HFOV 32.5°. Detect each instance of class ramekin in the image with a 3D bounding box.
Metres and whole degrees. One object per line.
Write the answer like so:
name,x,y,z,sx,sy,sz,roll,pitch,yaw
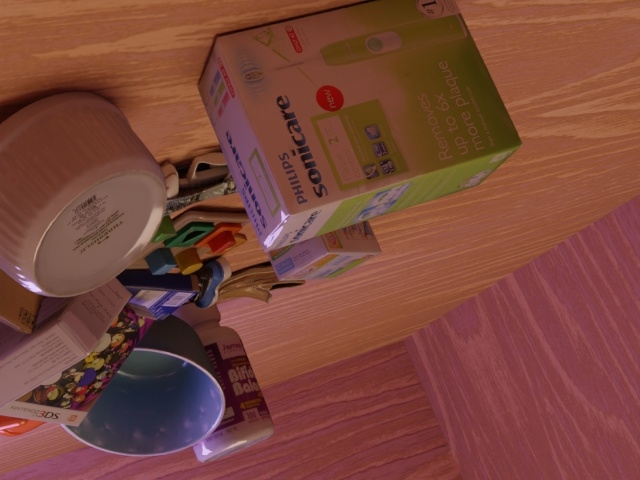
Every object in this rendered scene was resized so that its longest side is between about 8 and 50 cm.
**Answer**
ramekin,-0.255,-0.037,1.122,0.207,0.109,0.207,-36,154,-22

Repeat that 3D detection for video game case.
video game case,-0.398,0.182,1.715,0.232,0.042,0.210,-53,145,8

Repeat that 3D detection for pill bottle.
pill bottle,-0.219,0.278,2.208,0.169,0.301,0.169,-22,168,-5

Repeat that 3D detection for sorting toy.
sorting toy,-0.206,0.012,1.722,0.196,0.047,0.348,-29,166,26

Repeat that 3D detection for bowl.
bowl,-0.331,0.244,2.034,0.312,0.163,0.311,-2,132,-2

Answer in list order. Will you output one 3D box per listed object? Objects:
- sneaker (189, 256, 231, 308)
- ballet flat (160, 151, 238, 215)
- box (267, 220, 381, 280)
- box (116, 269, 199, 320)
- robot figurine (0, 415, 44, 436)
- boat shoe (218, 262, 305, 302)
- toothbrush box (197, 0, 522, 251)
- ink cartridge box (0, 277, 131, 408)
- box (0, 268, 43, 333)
sneaker,-0.222,0.087,1.968,0.085,0.058,0.152,-21,164,-34
ballet flat,-0.173,-0.079,1.407,0.188,0.070,0.070,-20,167,-21
box,0.000,0.000,1.899,0.114,0.103,0.203,-29,166,24
box,-0.327,0.088,1.780,0.225,0.036,0.136,5,152,-37
robot figurine,-0.563,0.298,2.097,0.219,0.158,0.128,-29,143,27
boat shoe,-0.116,0.088,2.129,0.190,0.072,0.068,-18,167,-19
toothbrush box,0.040,-0.135,1.186,0.283,0.206,0.122,-17,167,-21
ink cartridge box,-0.379,0.117,1.511,0.296,0.066,0.261,-30,-161,29
box,-0.347,0.015,1.283,0.021,0.164,0.201,13,167,4
